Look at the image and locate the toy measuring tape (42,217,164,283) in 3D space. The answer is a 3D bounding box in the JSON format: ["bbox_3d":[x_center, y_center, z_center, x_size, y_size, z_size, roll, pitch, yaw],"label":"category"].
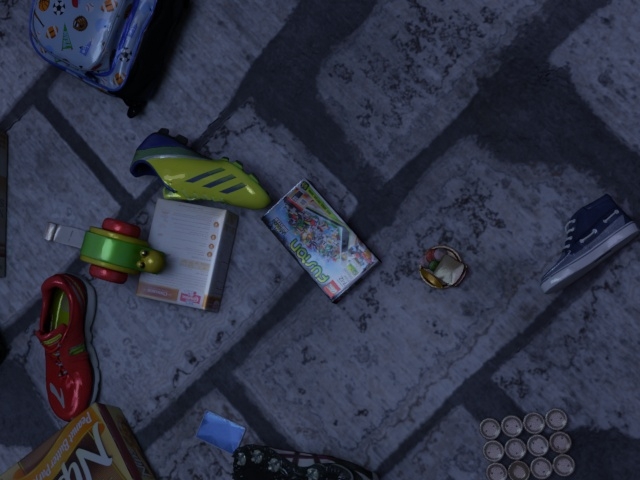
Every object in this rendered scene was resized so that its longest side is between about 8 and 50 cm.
[{"bbox_3d":[-0.419,0.005,1.628,0.330,0.121,0.121,14,85,32],"label":"toy measuring tape"}]

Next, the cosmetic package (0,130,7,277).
[{"bbox_3d":[-0.700,-0.077,1.732,0.129,0.153,0.296,-4,82,14],"label":"cosmetic package"}]

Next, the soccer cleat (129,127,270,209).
[{"bbox_3d":[-0.221,-0.106,1.641,0.289,0.093,0.121,26,70,22],"label":"soccer cleat"}]

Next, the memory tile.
[{"bbox_3d":[0.341,0.342,1.484,0.148,0.012,0.113,-10,79,11],"label":"memory tile"}]

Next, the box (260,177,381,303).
[{"bbox_3d":[0.000,0.000,1.607,0.114,0.036,0.207,-43,75,5],"label":"box"}]

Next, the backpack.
[{"bbox_3d":[-0.423,-0.411,1.696,0.263,0.213,0.277,25,91,27],"label":"backpack"}]

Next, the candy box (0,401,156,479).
[{"bbox_3d":[-0.465,0.459,1.612,0.316,0.087,0.183,-37,65,5],"label":"candy box"}]

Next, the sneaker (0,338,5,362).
[{"bbox_3d":[-0.731,0.248,1.712,0.295,0.104,0.147,-41,69,0],"label":"sneaker"}]

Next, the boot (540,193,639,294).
[{"bbox_3d":[0.428,0.007,1.493,0.190,0.069,0.086,-34,68,-2],"label":"boot"}]

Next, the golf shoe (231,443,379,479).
[{"bbox_3d":[-0.033,0.407,1.526,0.272,0.120,0.105,3,88,37],"label":"golf shoe"}]

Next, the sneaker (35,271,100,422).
[{"bbox_3d":[-0.481,0.196,1.652,0.107,0.118,0.279,-9,80,13],"label":"sneaker"}]

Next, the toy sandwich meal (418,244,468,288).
[{"bbox_3d":[0.210,0.047,1.552,0.085,0.029,0.086,-2,81,13],"label":"toy sandwich meal"}]

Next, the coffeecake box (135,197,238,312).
[{"bbox_3d":[-0.244,0.028,1.646,0.142,0.068,0.186,10,84,16],"label":"coffeecake box"}]

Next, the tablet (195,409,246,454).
[{"bbox_3d":[-0.179,0.345,1.614,0.083,0.006,0.054,21,87,15],"label":"tablet"}]
